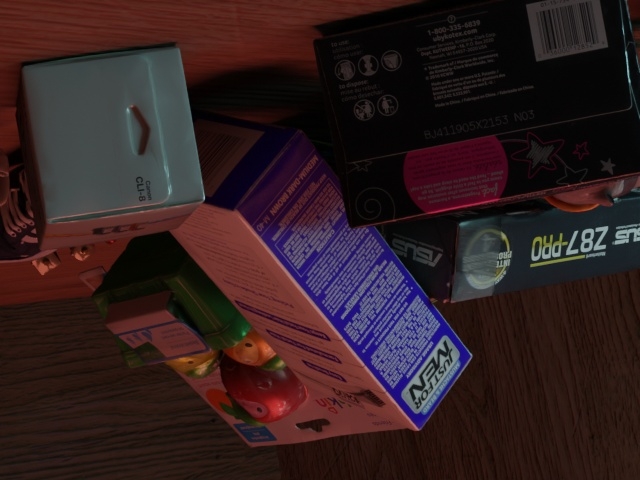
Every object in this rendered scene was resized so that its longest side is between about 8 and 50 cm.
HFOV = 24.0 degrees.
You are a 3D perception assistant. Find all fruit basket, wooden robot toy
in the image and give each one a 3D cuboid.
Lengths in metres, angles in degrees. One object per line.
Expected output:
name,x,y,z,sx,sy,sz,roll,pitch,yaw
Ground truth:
fruit basket,-0.101,0.140,1.864,0.327,0.353,0.165,-14,-150,46
wooden robot toy,-0.275,-0.036,1.775,0.076,0.173,0.079,39,-174,-37

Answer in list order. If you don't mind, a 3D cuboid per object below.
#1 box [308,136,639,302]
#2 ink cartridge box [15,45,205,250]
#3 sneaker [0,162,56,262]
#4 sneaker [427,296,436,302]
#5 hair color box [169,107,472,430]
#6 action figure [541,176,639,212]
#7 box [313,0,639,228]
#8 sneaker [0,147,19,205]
box,0.125,-0.040,1.664,0.318,0.097,0.395,-5,-163,-40
ink cartridge box,-0.174,-0.071,1.224,0.127,0.128,0.176,-9,175,-14
sneaker,-0.281,-0.043,1.508,0.282,0.099,0.153,-20,177,25
sneaker,0.000,0.000,1.980,0.483,0.185,0.202,-1,170,-8
hair color box,-0.016,0.029,1.458,0.185,0.339,0.110,16,-119,49
action figure,0.314,-0.108,1.500,0.341,0.178,0.330,2,-161,22
box,0.137,-0.110,1.236,0.247,0.163,0.142,-11,179,10
sneaker,-0.355,-0.045,1.355,0.153,0.094,0.235,2,160,-31
